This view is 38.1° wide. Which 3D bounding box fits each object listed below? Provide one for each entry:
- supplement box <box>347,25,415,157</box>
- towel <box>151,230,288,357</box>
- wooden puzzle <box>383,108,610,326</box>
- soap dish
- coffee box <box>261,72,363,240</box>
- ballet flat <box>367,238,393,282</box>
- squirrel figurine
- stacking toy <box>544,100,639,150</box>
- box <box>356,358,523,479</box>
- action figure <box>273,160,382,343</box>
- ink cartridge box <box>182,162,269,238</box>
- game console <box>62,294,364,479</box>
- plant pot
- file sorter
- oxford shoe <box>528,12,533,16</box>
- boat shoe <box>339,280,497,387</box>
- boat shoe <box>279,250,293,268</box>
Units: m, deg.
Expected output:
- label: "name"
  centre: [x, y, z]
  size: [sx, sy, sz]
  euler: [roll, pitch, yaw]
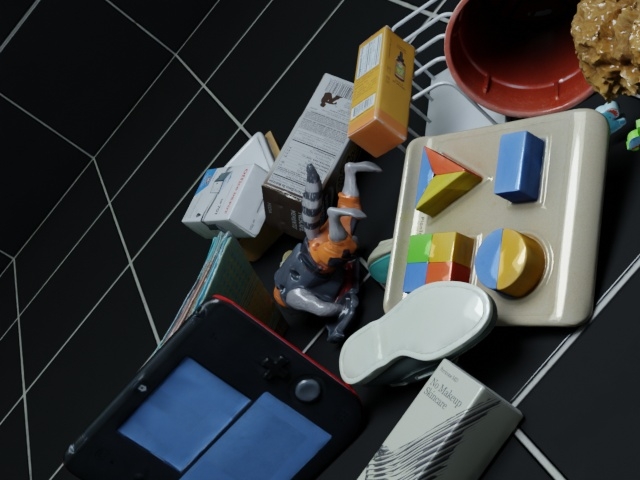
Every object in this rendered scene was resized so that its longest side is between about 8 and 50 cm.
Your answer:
- label: "supplement box"
  centre: [0.108, -0.262, 1.621]
  size: [0.080, 0.078, 0.233]
  euler: [-28, 40, 42]
- label: "towel"
  centre: [-0.166, 0.184, 1.636]
  size: [0.040, 0.370, 0.271]
  euler: [15, 66, 22]
- label: "wooden puzzle"
  centre: [0.245, -0.034, 1.394]
  size: [0.348, 0.081, 0.322]
  euler: [-3, 71, 43]
- label: "soap dish"
  centre: [-0.146, -0.099, 2.123]
  size: [0.229, 0.118, 0.291]
  euler: [-46, 30, 13]
- label: "coffee box"
  centre: [-0.001, -0.165, 1.892]
  size: [0.168, 0.119, 0.297]
  euler: [89, -155, -64]
- label: "ballet flat"
  centre: [0.177, 0.009, 1.584]
  size: [0.248, 0.086, 0.086]
  euler: [-17, 45, 48]
- label: "squirrel figurine"
  centre: [0.549, -0.331, 1.234]
  size: [0.371, 0.281, 0.397]
  euler: [19, 64, 45]
- label: "stacking toy"
  centre: [0.408, -0.168, 1.419]
  size: [0.221, 0.052, 0.167]
  euler: [-40, 28, 41]
- label: "box"
  centre: [0.146, 0.310, 1.277]
  size: [0.275, 0.094, 0.113]
  euler: [-55, 28, -2]
- label: "action figure"
  centre: [0.000, 0.000, 1.715]
  size: [0.341, 0.179, 0.330]
  euler: [-91, 23, -55]
- label: "ink cartridge box"
  centre: [-0.190, -0.081, 1.963]
  size: [0.191, 0.082, 0.139]
  euler: [-3, 58, 53]
- label: "game console"
  centre: [-0.159, 0.307, 1.471]
  size: [0.386, 0.342, 0.060]
  euler: [-47, 26, 12]
- label: "plant pot"
  centre: [0.362, -0.396, 1.586]
  size: [0.272, 0.272, 0.265]
  euler: [-30, 28, 36]
- label: "file sorter"
  centre: [0.229, -0.297, 1.737]
  size: [0.193, 0.173, 0.277]
  euler: [-28, 38, 38]
- label: "oxford shoe"
  centre: [0.377, -0.517, 1.860]
  size: [0.076, 0.076, 0.212]
  euler: [-40, 30, 26]
- label: "boat shoe"
  centre: [0.159, 0.149, 1.398]
  size: [0.319, 0.099, 0.116]
  euler: [-33, 50, 45]
- label: "boat shoe"
  centre: [-0.057, 0.062, 1.890]
  size: [0.056, 0.048, 0.153]
  euler: [-42, 31, 19]
